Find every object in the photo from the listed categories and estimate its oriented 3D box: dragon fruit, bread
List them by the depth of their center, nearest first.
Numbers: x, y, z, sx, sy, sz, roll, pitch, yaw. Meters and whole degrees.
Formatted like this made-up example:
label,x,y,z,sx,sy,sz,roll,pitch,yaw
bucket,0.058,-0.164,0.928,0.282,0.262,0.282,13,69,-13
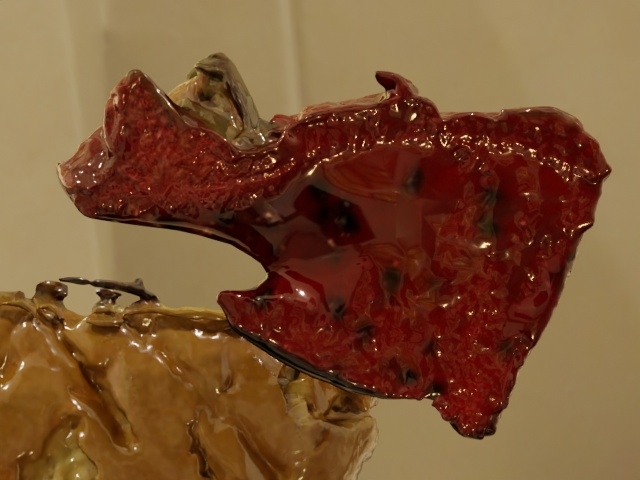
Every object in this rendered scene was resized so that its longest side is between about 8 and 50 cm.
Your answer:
label,x,y,z,sx,sy,sz,roll,pitch,yaw
dragon fruit,-0.004,-0.004,0.716,0.192,0.122,0.092,11,3,-15
bread,-0.109,0.096,0.846,0.260,0.160,0.147,5,75,-14
